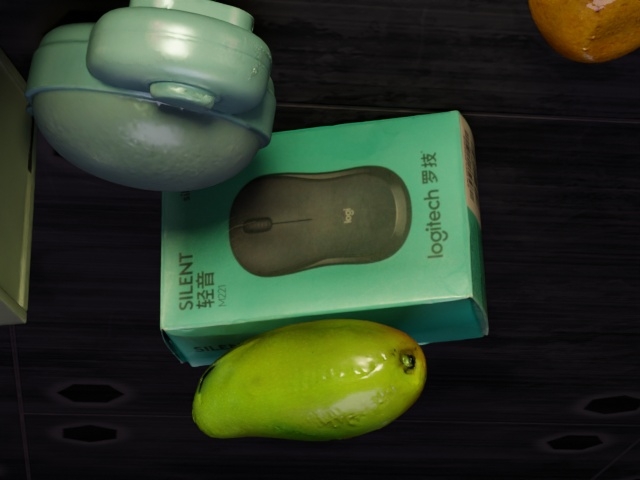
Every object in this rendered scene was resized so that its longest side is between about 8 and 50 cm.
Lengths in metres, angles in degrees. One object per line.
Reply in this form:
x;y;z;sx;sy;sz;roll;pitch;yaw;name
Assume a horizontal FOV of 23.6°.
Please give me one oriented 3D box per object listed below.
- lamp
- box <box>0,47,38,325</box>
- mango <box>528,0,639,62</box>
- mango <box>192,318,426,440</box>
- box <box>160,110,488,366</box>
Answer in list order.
-0.134;-0.123;1.266;0.209;0.147;0.284;10;153;-18;lamp
-0.335;-0.067;1.286;0.117;0.225;0.225;-6;155;9;box
0.221;-0.202;1.180;0.115;0.089;0.165;-1;154;-4;mango
-0.011;0.132;1.401;0.233;0.111;0.125;-18;144;24;mango
0.000;0.000;1.487;0.311;0.205;0.118;-6;154;11;box
